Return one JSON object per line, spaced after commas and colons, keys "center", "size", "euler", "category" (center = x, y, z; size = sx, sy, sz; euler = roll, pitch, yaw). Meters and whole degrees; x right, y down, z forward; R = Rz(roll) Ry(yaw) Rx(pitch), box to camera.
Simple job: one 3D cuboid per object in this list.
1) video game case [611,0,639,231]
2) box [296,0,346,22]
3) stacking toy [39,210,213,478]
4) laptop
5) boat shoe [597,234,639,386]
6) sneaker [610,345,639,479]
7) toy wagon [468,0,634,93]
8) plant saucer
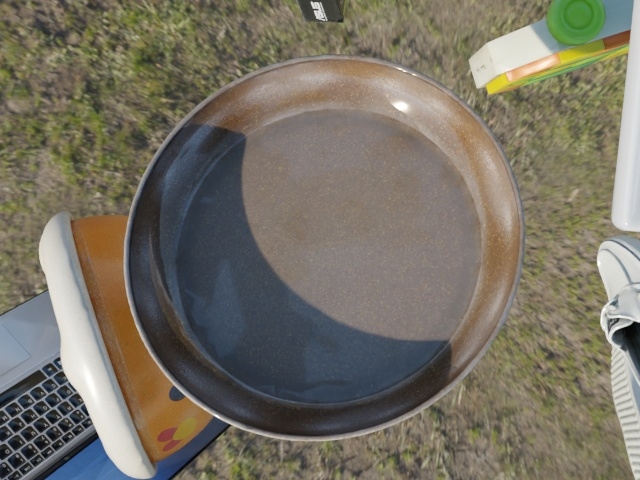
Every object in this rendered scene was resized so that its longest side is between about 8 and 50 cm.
{"center": [0.362, -0.161, 0.530], "size": [0.299, 0.036, 0.329], "euler": [4, 98, 3], "category": "video game case"}
{"center": [-0.001, -0.310, 0.663], "size": [0.045, 0.184, 0.191], "euler": [6, 78, 10], "category": "box"}
{"center": [-0.090, 0.068, 1.055], "size": [0.479, 0.350, 0.351], "euler": [-19, 88, -12], "category": "stacking toy"}
{"center": [-0.380, 0.232, 1.158], "size": [0.408, 0.382, 0.236], "euler": [45, 130, 8], "category": "laptop"}
{"center": [0.380, 0.095, 0.954], "size": [0.084, 0.258, 0.095], "euler": [-9, 134, -7], "category": "boat shoe"}
{"center": [0.510, 0.218, 1.157], "size": [0.150, 0.366, 0.135], "euler": [2, 129, 9], "category": "sneaker"}
{"center": [0.351, -0.254, 0.928], "size": [0.344, 0.267, 0.068], "euler": [-17, 93, 1], "category": "toy wagon"}
{"center": [0.000, 0.000, 0.631], "size": [0.310, 0.050, 0.311], "euler": [-3, 72, 9], "category": "plant saucer"}
